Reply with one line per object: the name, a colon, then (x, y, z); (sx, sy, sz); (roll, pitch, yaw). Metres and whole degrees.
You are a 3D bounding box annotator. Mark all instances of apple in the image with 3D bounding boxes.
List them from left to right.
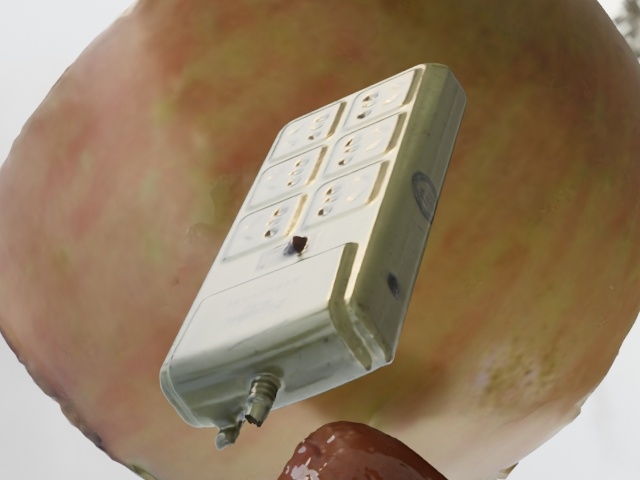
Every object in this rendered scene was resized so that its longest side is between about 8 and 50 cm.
apple: (0.014, -0.021, 0.823); (0.314, 0.309, 0.252); (39, -152, -14)

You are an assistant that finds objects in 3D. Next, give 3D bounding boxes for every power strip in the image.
power strip: (0.000, 0.000, 0.503); (0.028, 0.076, 0.169); (55, -150, -24)

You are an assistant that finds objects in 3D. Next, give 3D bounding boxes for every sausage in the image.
sausage: (0.058, 0.158, 0.719); (0.194, 0.077, 0.077); (42, -154, -13)
